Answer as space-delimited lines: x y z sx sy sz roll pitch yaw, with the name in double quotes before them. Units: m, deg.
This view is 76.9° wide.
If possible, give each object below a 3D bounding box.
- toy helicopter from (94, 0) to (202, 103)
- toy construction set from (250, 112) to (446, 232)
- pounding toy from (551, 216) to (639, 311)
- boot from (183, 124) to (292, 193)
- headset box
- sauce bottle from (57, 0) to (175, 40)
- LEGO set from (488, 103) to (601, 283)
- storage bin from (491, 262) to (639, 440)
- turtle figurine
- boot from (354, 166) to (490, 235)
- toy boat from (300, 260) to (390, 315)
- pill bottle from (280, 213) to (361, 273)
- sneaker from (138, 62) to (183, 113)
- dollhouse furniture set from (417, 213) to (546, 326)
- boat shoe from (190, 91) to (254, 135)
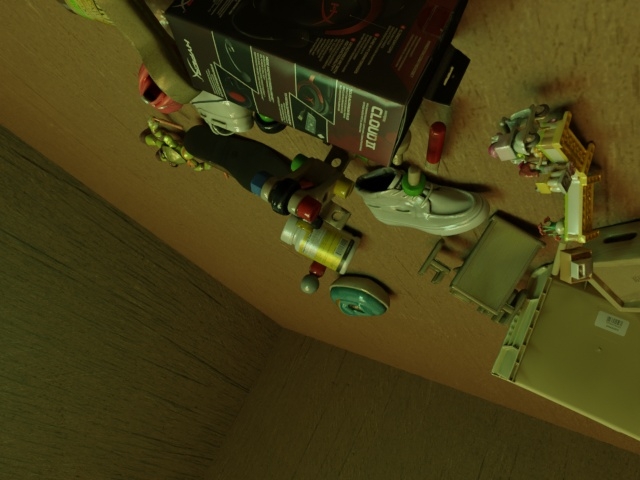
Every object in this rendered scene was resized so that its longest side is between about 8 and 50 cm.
"toy helicopter" -0.268 -0.329 0.483 0.140 0.235 0.355 -29 119 15
"toy construction set" 0.051 -0.123 0.711 0.308 0.258 0.237 5 164 14
"pounding toy" 0.476 0.017 0.659 0.206 0.094 0.181 41 162 -8
"boot" -0.186 -0.189 1.013 0.305 0.113 0.115 29 179 9
"headset box" 0.021 -0.234 0.454 0.292 0.218 0.110 24 160 9
"sauce bottle" -0.265 -0.378 0.628 0.343 0.112 0.111 21 158 17
"LEGO set" 0.321 -0.071 0.586 0.107 0.132 0.287 10 145 55
"storage bin" 0.531 0.213 0.807 0.262 0.261 0.123 23 176 15
"turtle figurine" -0.399 -0.244 1.122 0.217 0.087 0.269 18 168 40
"boot" 0.179 -0.082 0.775 0.258 0.095 0.123 4 154 47
"toy boat" 0.076 0.185 1.444 0.318 0.148 0.267 36 158 -20
"pill bottle" 0.000 0.000 1.154 0.208 0.119 0.119 27 159 5
"sneaker" -0.321 -0.317 0.799 0.115 0.136 0.313 38 157 -21
"dollhouse furniture set" 0.349 0.058 0.866 0.212 0.161 0.242 33 180 11
"boat shoe" -0.180 -0.243 0.753 0.267 0.096 0.088 27 129 56
